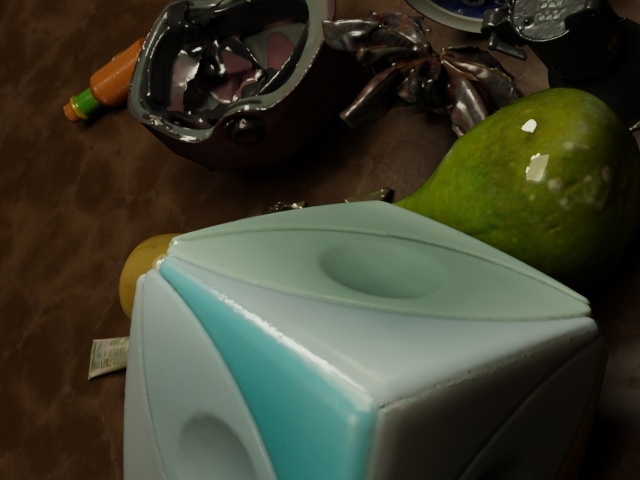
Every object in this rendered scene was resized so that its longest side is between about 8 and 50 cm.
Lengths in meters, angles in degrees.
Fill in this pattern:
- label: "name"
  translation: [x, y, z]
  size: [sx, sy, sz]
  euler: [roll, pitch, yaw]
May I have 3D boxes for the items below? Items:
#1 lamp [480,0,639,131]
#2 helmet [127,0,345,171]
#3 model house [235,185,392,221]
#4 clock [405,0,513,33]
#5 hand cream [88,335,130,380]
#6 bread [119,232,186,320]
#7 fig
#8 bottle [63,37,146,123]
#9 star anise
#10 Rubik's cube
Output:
- label: "lamp"
  translation: [0.281, -0.228, 1.384]
  size: [0.172, 0.227, 0.147]
  euler: [2, 70, 37]
- label: "helmet"
  translation: [-0.088, -0.213, 1.675]
  size: [0.338, 0.197, 0.271]
  euler: [-13, 53, 25]
- label: "model house"
  translation: [0.000, 0.000, 1.540]
  size: [0.181, 0.176, 0.248]
  euler: [34, 69, 32]
- label: "clock"
  translation: [0.205, -0.345, 1.499]
  size: [0.230, 0.230, 0.083]
  euler: [-7, 60, 34]
- label: "hand cream"
  translation: [-0.282, 0.163, 1.745]
  size: [0.143, 0.039, 0.061]
  euler: [-14, 67, 42]
- label: "bread"
  translation: [-0.190, 0.057, 1.685]
  size: [0.217, 0.098, 0.147]
  euler: [3, 66, 36]
- label: "fig"
  translation: [0.217, -0.060, 1.367]
  size: [0.314, 0.233, 0.233]
  euler: [21, 81, 58]
- label: "bottle"
  translation: [-0.333, -0.248, 1.960]
  size: [0.187, 0.069, 0.069]
  euler: [-32, 52, 19]
- label: "star anise"
  translation: [0.129, -0.195, 1.495]
  size: [0.282, 0.212, 0.129]
  euler: [16, 113, 4]
- label: "Rubik's cube"
  translation: [0.034, 0.184, 1.214]
  size: [0.351, 0.347, 0.352]
  euler: [32, 122, 38]
